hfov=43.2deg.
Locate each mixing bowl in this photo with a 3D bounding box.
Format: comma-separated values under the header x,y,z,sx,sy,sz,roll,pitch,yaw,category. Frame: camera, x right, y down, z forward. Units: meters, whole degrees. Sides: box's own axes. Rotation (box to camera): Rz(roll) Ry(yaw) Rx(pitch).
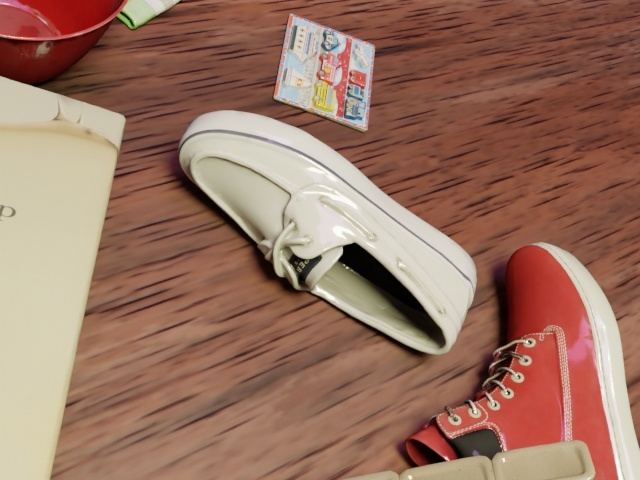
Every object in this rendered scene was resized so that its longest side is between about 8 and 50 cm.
x,y,z,sx,sy,sz,roll,pitch,yaw,category
-0.247,-0.189,0.635,0.181,0.098,0.182,13,51,-17,mixing bowl

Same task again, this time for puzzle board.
x,y,z,sx,sy,sz,roll,pitch,yaw,category
0.007,-0.170,0.804,0.096,0.011,0.128,18,51,-14,puzzle board

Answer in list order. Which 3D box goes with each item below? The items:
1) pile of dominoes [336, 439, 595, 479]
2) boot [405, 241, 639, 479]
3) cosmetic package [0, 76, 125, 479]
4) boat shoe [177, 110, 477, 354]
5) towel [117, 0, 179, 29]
x,y,z,sx,sy,sz,roll,pitch,yaw,category
0.064,0.219,0.446,0.251,0.040,0.196,-13,39,10,pile of dominoes
0.143,0.104,0.629,0.176,0.088,0.244,7,58,-20,boot
-0.208,0.031,0.435,0.160,0.113,0.310,14,36,-18,cosmetic package
0.000,0.000,0.631,0.267,0.096,0.088,35,44,-11,boat shoe
-0.173,-0.272,0.781,0.113,0.023,0.152,36,49,2,towel
